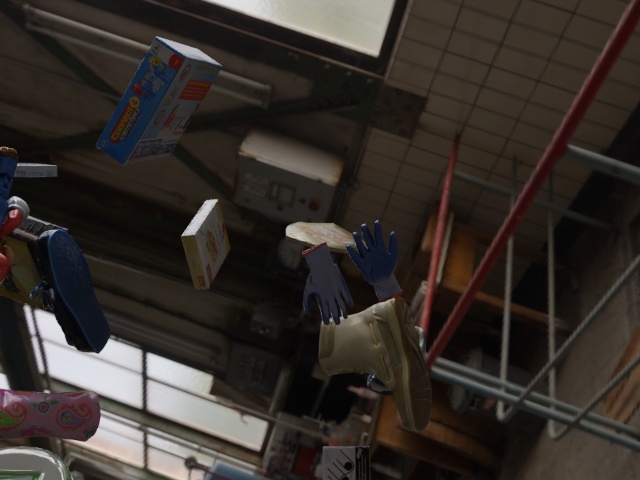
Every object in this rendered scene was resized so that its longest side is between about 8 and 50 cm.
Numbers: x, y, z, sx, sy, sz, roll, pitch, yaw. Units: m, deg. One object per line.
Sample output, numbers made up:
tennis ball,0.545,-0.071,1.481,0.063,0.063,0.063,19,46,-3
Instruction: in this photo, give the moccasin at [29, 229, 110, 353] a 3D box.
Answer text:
moccasin,-0.616,0.136,1.510,0.138,0.116,0.342,-61,-33,-60

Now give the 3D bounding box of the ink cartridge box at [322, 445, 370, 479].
ink cartridge box,0.054,0.524,1.279,0.046,0.097,0.207,77,-168,-69

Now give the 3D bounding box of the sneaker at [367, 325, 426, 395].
sneaker,0.164,0.255,1.359,0.211,0.080,0.081,-34,-44,-52

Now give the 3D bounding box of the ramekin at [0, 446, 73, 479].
ramekin,-0.615,0.548,1.232,0.303,0.303,0.148,-67,-19,-60

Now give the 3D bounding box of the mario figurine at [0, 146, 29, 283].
mario figurine,-0.730,-0.038,1.328,0.170,0.198,0.321,142,130,-70

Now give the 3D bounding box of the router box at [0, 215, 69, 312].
router box,-0.767,0.055,1.651,0.309,0.242,0.081,105,-176,-50

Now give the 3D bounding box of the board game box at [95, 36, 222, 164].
board game box,-0.403,-0.352,1.629,0.302,0.086,0.308,-56,0,13

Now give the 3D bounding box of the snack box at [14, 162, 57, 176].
snack box,-0.865,-0.207,1.866,0.141,0.100,0.037,-9,-74,-54

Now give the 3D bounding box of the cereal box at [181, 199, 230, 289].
cereal box,-0.326,0.008,1.832,0.240,0.047,0.173,-76,-21,-61

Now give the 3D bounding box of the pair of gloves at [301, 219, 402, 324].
pair of gloves,0.054,0.060,1.108,0.023,0.198,0.159,-139,27,-67

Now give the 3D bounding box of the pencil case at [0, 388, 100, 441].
pencil case,-0.640,0.389,1.410,0.124,0.284,0.124,-20,65,52

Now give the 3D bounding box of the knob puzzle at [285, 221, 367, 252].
knob puzzle,0.000,0.000,1.502,0.213,0.213,0.030,-63,-14,-72

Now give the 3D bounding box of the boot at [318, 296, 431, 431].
boot,0.104,0.263,1.283,0.095,0.203,0.262,9,-115,-58
